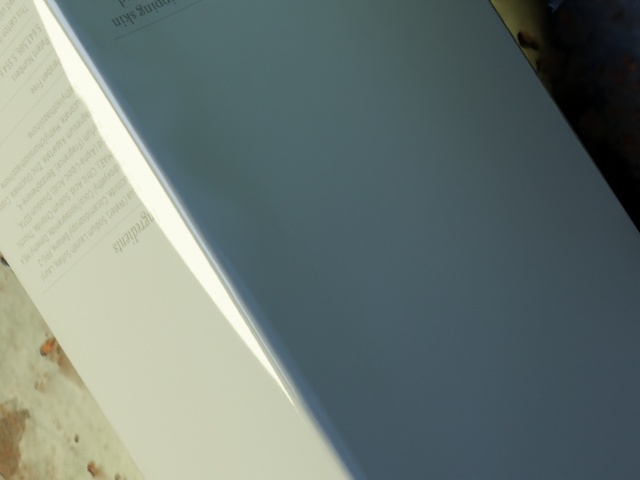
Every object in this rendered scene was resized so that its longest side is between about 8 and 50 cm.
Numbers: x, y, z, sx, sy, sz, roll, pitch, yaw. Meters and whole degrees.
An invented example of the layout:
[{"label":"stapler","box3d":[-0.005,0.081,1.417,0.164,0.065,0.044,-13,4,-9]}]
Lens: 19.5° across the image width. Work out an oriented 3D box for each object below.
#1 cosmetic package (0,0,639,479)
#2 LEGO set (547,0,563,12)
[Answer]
[{"label":"cosmetic package","box3d":[0.000,0.000,0.835,0.385,0.217,0.156,60,144,3]},{"label":"LEGO set","box3d":[0.233,-0.178,0.765,0.331,0.192,0.255,27,79,37]}]
